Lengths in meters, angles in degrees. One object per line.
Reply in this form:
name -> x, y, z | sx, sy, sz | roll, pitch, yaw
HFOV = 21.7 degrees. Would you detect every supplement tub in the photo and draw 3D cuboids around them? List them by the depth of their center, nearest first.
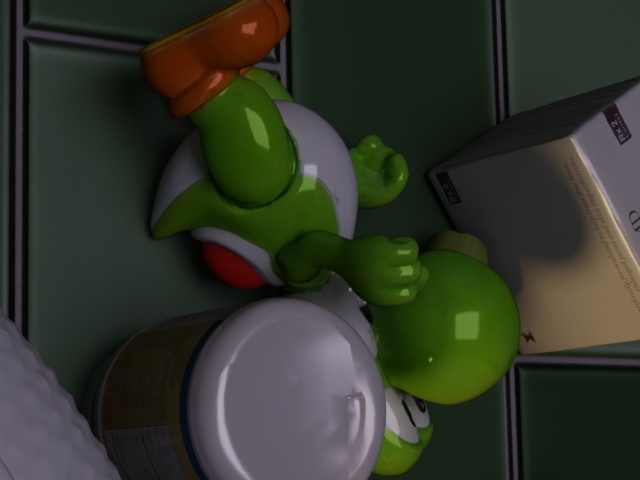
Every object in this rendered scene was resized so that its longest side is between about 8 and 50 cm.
supplement tub -> -0.065, 0.118, 1.126 | 0.144, 0.199, 0.144 | 6, 79, -33

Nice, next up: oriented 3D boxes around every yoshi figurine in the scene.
yoshi figurine -> 0.025, -0.013, 1.203 | 0.203, 0.203, 0.362 | -32, 100, -33

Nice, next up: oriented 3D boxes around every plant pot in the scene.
plant pot -> 0.103, 0.037, 1.332 | 0.083, 0.083, 0.079 | 34, 54, -25

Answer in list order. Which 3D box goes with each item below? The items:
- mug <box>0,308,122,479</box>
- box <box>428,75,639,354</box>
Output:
mug -> -0.239, 0.145, 0.902 | 0.276, 0.374, 0.328 | -31, 94, -28
box -> 0.214, -0.017, 1.346 | 0.119, 0.182, 0.181 | -35, 103, -33
